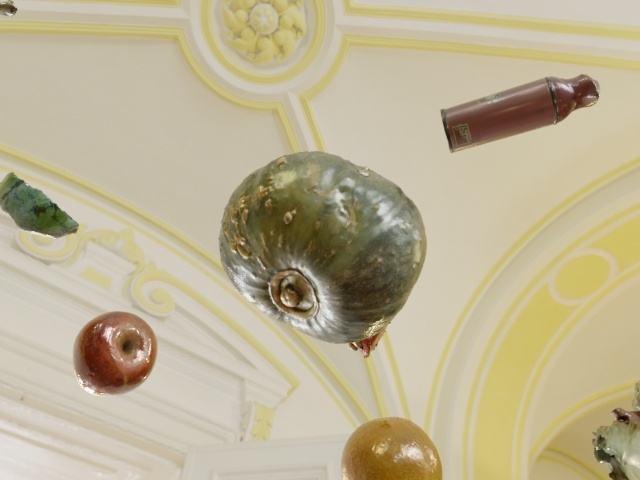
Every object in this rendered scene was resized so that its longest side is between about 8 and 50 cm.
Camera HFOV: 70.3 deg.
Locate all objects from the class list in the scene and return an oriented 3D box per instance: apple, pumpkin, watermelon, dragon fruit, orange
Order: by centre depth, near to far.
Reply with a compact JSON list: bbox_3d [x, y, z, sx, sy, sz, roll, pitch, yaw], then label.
[{"bbox_3d":[0.000,0.000,0.745,0.328,0.257,0.291,36,-50,2],"label":"pumpkin"},{"bbox_3d":[-0.522,-0.038,0.847,0.187,0.071,0.139,33,-24,14],"label":"watermelon"},{"bbox_3d":[-0.503,0.276,1.106,0.162,0.201,0.201,-24,-61,33],"label":"apple"},{"bbox_3d":[0.186,0.609,1.197,0.275,0.274,0.273,-1,-60,-2],"label":"orange"},{"bbox_3d":[0.137,0.251,1.387,0.150,0.207,0.133,-10,-20,-6],"label":"dragon fruit"}]

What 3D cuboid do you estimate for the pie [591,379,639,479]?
[{"bbox_3d":[0.494,0.273,0.398,0.395,0.418,0.180,40,-100,-6],"label":"pie"}]

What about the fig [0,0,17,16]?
[{"bbox_3d":[-0.491,-0.235,0.538,0.160,0.231,0.143,30,-63,12],"label":"fig"}]

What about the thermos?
[{"bbox_3d":[0.459,-0.300,1.057,0.331,0.136,0.109,-13,-93,20],"label":"thermos"}]
